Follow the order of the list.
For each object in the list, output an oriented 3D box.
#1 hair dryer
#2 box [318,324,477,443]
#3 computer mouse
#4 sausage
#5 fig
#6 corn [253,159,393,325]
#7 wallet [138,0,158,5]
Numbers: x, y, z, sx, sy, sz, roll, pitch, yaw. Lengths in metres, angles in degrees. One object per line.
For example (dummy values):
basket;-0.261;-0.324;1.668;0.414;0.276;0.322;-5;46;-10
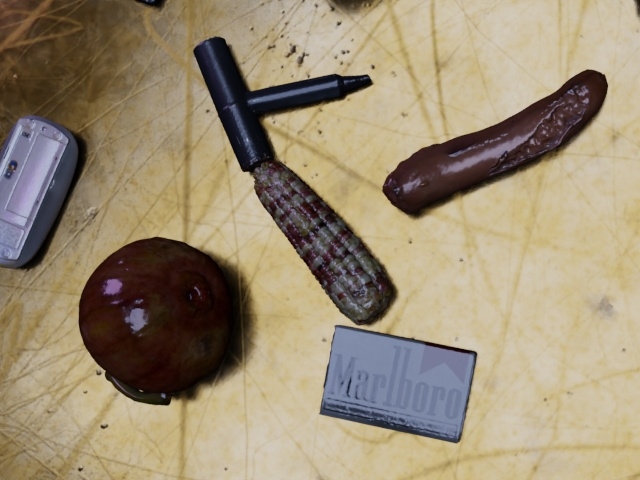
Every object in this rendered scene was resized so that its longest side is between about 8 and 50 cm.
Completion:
hair dryer;-0.043;-0.202;1.948;0.195;0.050;0.173;-24;83;2
box;0.094;0.175;1.899;0.178;0.036;0.115;11;87;10
computer mouse;-0.381;-0.062;1.985;0.102;0.045;0.199;22;90;11
sausage;0.216;-0.117;1.885;0.304;0.078;0.078;-25;82;4
fig;-0.208;0.100;1.887;0.205;0.205;0.205;-1;86;9
corn;0.000;0.000;1.911;0.079;0.079;0.237;-41;77;4
wallet;-0.295;-0.402;2.008;0.244;0.025;0.124;24;89;11
